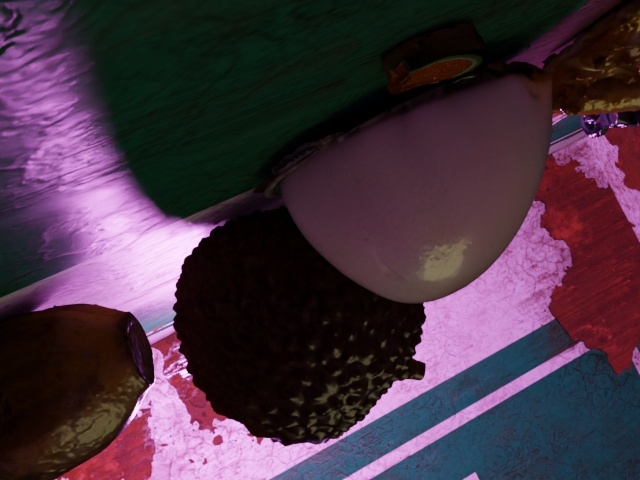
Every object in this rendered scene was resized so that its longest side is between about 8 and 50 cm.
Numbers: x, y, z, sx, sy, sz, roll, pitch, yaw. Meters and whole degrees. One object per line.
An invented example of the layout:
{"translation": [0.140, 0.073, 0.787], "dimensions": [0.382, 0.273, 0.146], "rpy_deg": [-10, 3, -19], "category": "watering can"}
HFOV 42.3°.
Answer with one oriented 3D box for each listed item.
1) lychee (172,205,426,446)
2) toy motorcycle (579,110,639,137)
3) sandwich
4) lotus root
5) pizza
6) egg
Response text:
{"translation": [-0.019, 0.094, 0.933], "dimensions": [0.275, 0.304, 0.276], "rpy_deg": [-63, -175, 11], "category": "lychee"}
{"translation": [0.504, -0.240, 1.397], "dimensions": [0.082, 0.122, 0.213], "rpy_deg": [-1, -179, -18], "category": "toy motorcycle"}
{"translation": [0.079, -0.127, 0.581], "dimensions": [0.101, 0.026, 0.069], "rpy_deg": [-20, 178, -33], "category": "sandwich"}
{"translation": [-0.298, 0.163, 0.870], "dimensions": [0.291, 0.193, 0.193], "rpy_deg": [-31, 175, 19], "category": "lotus root"}
{"translation": [0.391, -0.211, 0.841], "dimensions": [0.365, 0.073, 0.182], "rpy_deg": [-16, 159, 11], "category": "pizza"}
{"translation": [0.107, -0.045, 0.780], "dimensions": [0.264, 0.174, 0.286], "rpy_deg": [-25, -178, 41], "category": "egg"}
